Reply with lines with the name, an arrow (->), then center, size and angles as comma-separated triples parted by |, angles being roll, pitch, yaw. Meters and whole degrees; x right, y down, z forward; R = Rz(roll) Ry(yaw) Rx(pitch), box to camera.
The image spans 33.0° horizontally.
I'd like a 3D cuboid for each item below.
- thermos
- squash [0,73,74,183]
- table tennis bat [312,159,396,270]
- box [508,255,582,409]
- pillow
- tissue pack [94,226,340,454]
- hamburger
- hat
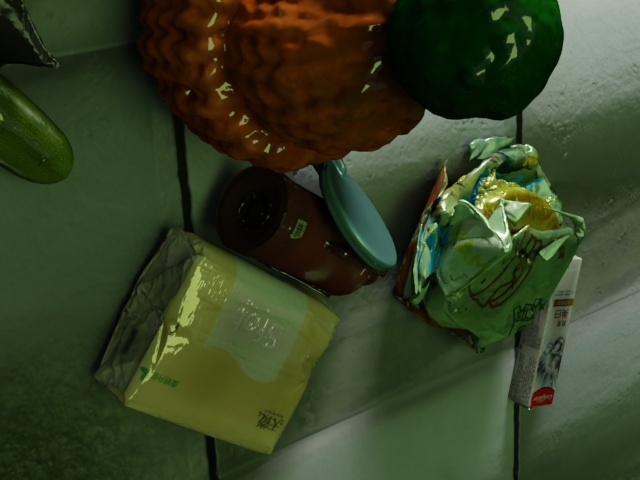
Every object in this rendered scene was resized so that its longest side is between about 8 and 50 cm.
thermos -> -0.001, 0.003, 1.164 | 0.232, 0.124, 0.099 | 28, 84, -48
squash -> -0.305, -0.130, 0.910 | 0.066, 0.066, 0.252 | -55, 130, -11
table tennis bat -> 0.023, -0.056, 1.143 | 0.033, 0.201, 0.124 | -34, 168, 17
box -> 0.312, 0.124, 1.504 | 0.055, 0.039, 0.218 | -1, 105, -40
pillow -> -0.280, -0.204, 0.892 | 0.048, 0.090, 0.150 | -39, 123, -22
tissue pack -> -0.101, 0.110, 1.133 | 0.222, 0.090, 0.186 | 31, 86, -40
hamburger -> 0.230, 0.012, 1.331 | 0.276, 0.150, 0.260 | -52, 130, -14
hat -> 0.033, -0.157, 0.954 | 0.285, 0.400, 0.285 | -19, 127, -27
